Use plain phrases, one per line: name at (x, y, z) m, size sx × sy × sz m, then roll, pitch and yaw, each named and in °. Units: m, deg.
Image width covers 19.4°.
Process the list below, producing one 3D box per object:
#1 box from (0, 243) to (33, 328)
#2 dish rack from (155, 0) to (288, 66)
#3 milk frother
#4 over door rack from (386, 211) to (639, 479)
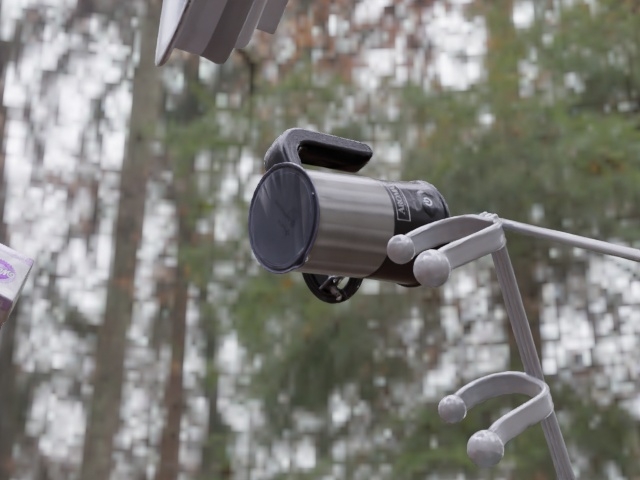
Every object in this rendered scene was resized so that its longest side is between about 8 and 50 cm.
box at (-0.387, -0.019, 1.465) m, size 0.324 × 0.067 × 0.063 m, roll 27°, pitch -56°, yaw -7°
dish rack at (-0.017, -0.285, 1.215) m, size 0.072 × 0.285 × 0.333 m, roll 20°, pitch -63°, yaw -13°
milk frother at (0.000, 0.000, 1.433) m, size 0.134 × 0.129 × 0.143 m, roll 7°, pitch -57°, yaw -38°
over door rack at (0.150, 0.105, 1.045) m, size 0.108 × 0.239 × 0.324 m, roll -22°, pitch 10°, yaw -23°
